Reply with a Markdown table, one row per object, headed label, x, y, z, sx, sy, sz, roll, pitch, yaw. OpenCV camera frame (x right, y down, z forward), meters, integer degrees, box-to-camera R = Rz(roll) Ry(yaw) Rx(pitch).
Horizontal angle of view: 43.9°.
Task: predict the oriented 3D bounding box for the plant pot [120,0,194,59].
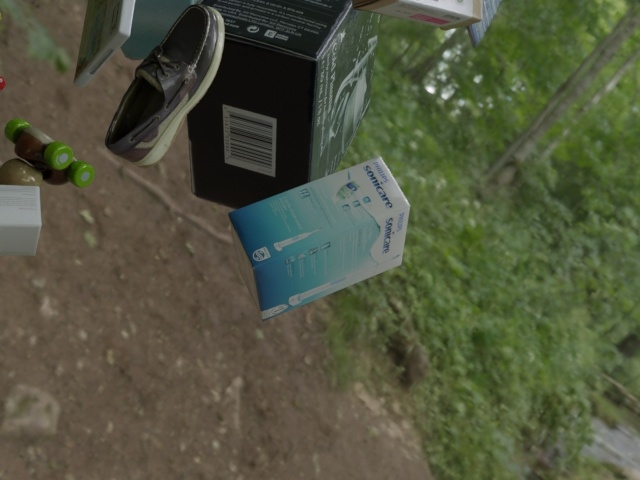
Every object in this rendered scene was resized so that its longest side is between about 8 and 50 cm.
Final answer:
| label | x | y | z | sx | sy | sz | roll | pitch | yaw |
| --- | --- | --- | --- | --- | --- | --- | --- | --- | --- |
| plant pot | -0.466 | -0.631 | 2.223 | 0.247 | 0.252 | 0.247 | 1 | 12 | -7 |

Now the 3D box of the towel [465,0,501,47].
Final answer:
| label | x | y | z | sx | sy | sz | roll | pitch | yaw |
| --- | --- | --- | --- | --- | --- | --- | --- | --- | --- |
| towel | 0.448 | -0.672 | 2.005 | 0.040 | 0.336 | 0.243 | 28 | 6 | 15 |

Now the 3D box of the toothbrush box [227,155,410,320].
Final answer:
| label | x | y | z | sx | sy | sz | roll | pitch | yaw |
| --- | --- | --- | --- | --- | --- | --- | --- | --- | --- |
| toothbrush box | 0.000 | 0.000 | 1.435 | 0.216 | 0.295 | 0.126 | 87 | -21 | -60 |

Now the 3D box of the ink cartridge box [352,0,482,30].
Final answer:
| label | x | y | z | sx | sy | sz | roll | pitch | yaw |
| --- | --- | --- | --- | --- | --- | --- | --- | --- | --- |
| ink cartridge box | 0.166 | -0.466 | 1.309 | 0.234 | 0.193 | 0.088 | -2 | 3 | -40 |

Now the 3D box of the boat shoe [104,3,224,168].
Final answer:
| label | x | y | z | sx | sy | sz | roll | pitch | yaw |
| --- | --- | --- | --- | --- | --- | --- | --- | --- | --- |
| boat shoe | -0.251 | -0.251 | 1.267 | 0.103 | 0.285 | 0.092 | 36 | 10 | 28 |

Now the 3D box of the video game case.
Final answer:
| label | x | y | z | sx | sy | sz | roll | pitch | yaw |
| --- | --- | --- | --- | --- | --- | --- | --- | --- | --- |
| video game case | -0.392 | -0.423 | 1.467 | 0.026 | 0.227 | 0.206 | 18 | -28 | -34 |

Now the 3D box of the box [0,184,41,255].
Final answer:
| label | x | y | z | sx | sy | sz | roll | pitch | yaw |
| --- | --- | --- | --- | --- | --- | --- | --- | --- | --- |
| box | -0.541 | -0.034 | 1.371 | 0.101 | 0.102 | 0.087 | 1 | 55 | -25 |

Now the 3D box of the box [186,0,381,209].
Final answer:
| label | x | y | z | sx | sy | sz | roll | pitch | yaw |
| --- | --- | --- | --- | --- | --- | --- | --- | --- | --- |
| box | -0.070 | -0.373 | 1.769 | 0.297 | 0.472 | 0.480 | 16 | -40 | 10 |

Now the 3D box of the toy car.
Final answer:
| label | x | y | z | sx | sy | sz | roll | pitch | yaw |
| --- | --- | --- | --- | --- | --- | --- | --- | --- | --- |
| toy car | -0.575 | -0.118 | 1.560 | 0.155 | 0.188 | 0.149 | 28 | -12 | 28 |

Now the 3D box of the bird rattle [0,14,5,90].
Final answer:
| label | x | y | z | sx | sy | sz | roll | pitch | yaw |
| --- | --- | --- | --- | --- | --- | --- | --- | --- | --- |
| bird rattle | -0.630 | -0.331 | 1.324 | 0.206 | 0.254 | 0.143 | 9 | 30 | -15 |
